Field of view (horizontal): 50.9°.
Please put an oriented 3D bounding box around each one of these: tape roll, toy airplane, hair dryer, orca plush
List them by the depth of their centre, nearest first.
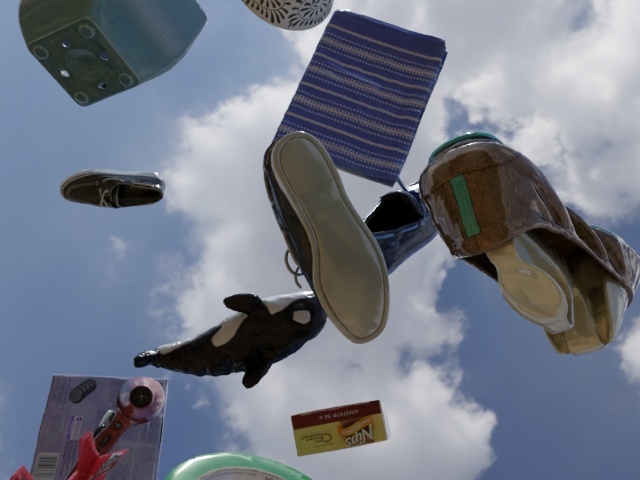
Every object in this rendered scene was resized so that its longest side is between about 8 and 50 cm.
[{"bbox_3d":[-0.232,0.230,0.588,0.028,0.151,0.151,16,-79,28],"label":"toy airplane"},{"bbox_3d":[-0.121,0.160,0.965,0.151,0.287,0.102,89,-11,-46],"label":"orca plush"},{"bbox_3d":[-0.102,0.454,1.037,0.321,0.321,0.077,26,-75,27],"label":"tape roll"},{"bbox_3d":[-0.337,0.327,1.127,0.080,0.223,0.293,32,-60,-7],"label":"hair dryer"}]

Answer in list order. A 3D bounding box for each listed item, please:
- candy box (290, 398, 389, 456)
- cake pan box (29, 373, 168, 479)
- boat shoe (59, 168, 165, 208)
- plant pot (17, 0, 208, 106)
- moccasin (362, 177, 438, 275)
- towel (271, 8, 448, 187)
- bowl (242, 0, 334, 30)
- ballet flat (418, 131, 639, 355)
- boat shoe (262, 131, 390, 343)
[{"bbox_3d":[0.053,0.404,1.455,0.183,0.316,0.087,-11,-105,4],"label":"candy box"},{"bbox_3d":[-0.451,0.407,1.396,0.070,0.246,0.267,100,-12,-45],"label":"cake pan box"},{"bbox_3d":[-0.443,-0.107,1.430,0.219,0.070,0.077,-5,-56,-8],"label":"boat shoe"},{"bbox_3d":[-0.393,-0.389,1.229,0.248,0.247,0.252,-14,-134,23],"label":"plant pot"},{"bbox_3d":[0.171,-0.046,1.340,0.138,0.342,0.116,15,-53,22],"label":"moccasin"},{"bbox_3d":[0.082,-0.279,1.256,0.243,0.040,0.336,20,-112,5],"label":"towel"},{"bbox_3d":[-0.037,-0.389,0.940,0.080,0.170,0.170,-25,-101,59],"label":"bowl"},{"bbox_3d":[0.208,0.030,0.599,0.116,0.342,0.124,-26,-128,30],"label":"ballet flat"},{"bbox_3d":[0.000,0.000,0.783,0.254,0.095,0.079,62,-21,-7],"label":"boat shoe"}]
